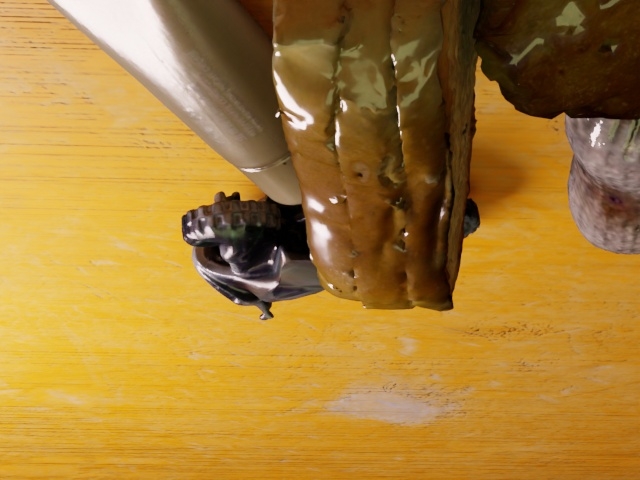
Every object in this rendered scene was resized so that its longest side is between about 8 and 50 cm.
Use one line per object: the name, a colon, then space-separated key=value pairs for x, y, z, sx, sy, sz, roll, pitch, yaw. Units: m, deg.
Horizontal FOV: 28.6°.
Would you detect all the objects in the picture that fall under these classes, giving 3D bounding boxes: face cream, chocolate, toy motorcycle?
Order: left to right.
face cream: x=-0.099 y=-0.143 z=0.858 sx=0.137 sy=0.084 sz=0.341 roll=-7 pitch=147 yaw=34
toy motorcycle: x=0.000 y=0.000 z=1.102 sx=0.270 sy=0.106 sz=0.159 roll=0 pitch=159 yaw=-24
chocolate: x=0.239 y=-0.067 z=0.965 sx=0.110 sy=0.110 sz=0.248 roll=-5 pitch=150 yaw=10

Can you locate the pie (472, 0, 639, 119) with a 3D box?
pie: x=0.212 y=-0.200 z=0.603 sx=0.354 sy=0.103 sz=0.288 roll=-43 pitch=145 yaw=10

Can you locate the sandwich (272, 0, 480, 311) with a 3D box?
sandwich: x=0.037 y=-0.123 z=0.675 sx=0.099 sy=0.271 sz=0.301 roll=6 pitch=153 yaw=8
